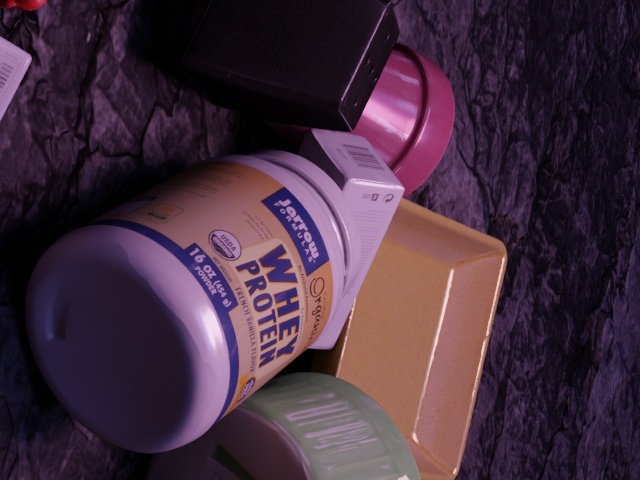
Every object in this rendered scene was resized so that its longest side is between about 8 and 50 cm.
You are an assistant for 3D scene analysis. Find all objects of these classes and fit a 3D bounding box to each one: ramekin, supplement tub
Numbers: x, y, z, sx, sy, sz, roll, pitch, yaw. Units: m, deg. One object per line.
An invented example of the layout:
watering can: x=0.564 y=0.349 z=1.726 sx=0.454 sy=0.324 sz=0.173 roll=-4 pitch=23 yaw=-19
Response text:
ramekin: x=-0.052 y=0.296 z=1.493 sx=0.148 sy=0.303 sz=0.304 roll=2 pitch=93 yaw=-52
supplement tub: x=-0.116 y=0.046 z=1.407 sx=0.316 sy=0.228 sz=0.228 roll=-36 pitch=124 yaw=-52

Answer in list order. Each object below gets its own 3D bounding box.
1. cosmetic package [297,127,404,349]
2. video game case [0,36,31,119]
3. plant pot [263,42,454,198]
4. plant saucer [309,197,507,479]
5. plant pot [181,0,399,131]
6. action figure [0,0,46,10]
cosmetic package: x=0.000 y=0.000 z=1.599 sx=0.085 sy=0.117 sz=0.231 roll=7 pitch=120 yaw=-31
video game case: x=-0.355 y=-0.090 z=1.123 sx=0.206 sy=0.026 sz=0.227 roll=30 pitch=87 yaw=-57
plant pot: x=0.030 y=-0.162 z=1.680 sx=0.180 sy=0.201 sz=0.201 roll=24 pitch=73 yaw=-41
plant saucer: x=0.097 y=0.128 z=1.773 sx=0.332 sy=0.081 sz=0.333 roll=20 pitch=82 yaw=-52
plant pot: x=-0.018 y=-0.216 z=1.501 sx=0.187 sy=0.167 sz=0.188 roll=-65 pitch=169 yaw=-4
action figure: x=-0.331 y=-0.245 z=1.163 sx=0.280 sy=0.139 sz=0.092 roll=6 pitch=91 yaw=-37
